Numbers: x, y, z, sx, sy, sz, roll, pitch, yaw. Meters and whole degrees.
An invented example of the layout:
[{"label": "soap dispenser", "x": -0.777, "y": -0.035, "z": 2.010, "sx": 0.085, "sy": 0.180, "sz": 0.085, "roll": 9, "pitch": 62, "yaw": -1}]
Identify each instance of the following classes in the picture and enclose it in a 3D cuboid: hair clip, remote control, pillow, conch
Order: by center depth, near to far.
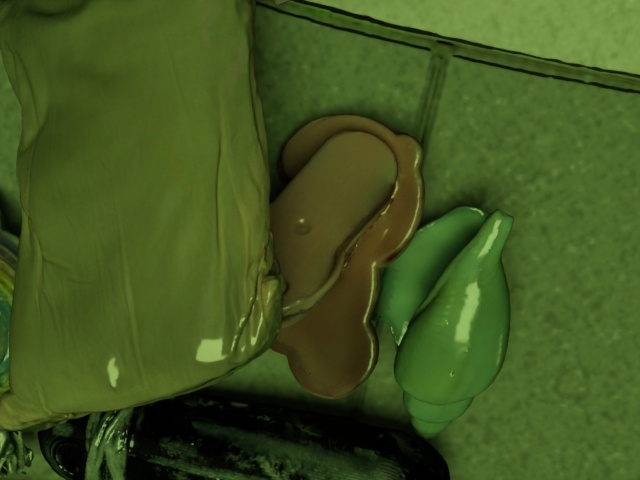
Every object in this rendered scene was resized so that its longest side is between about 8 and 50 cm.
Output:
[{"label": "pillow", "x": -0.104, "y": -0.044, "z": 0.680, "sx": 0.173, "sy": 0.067, "sz": 0.270, "roll": -12, "pitch": 76, "yaw": 23}, {"label": "hair clip", "x": 0.002, "y": 0.004, "z": 0.736, "sx": 0.123, "sy": 0.102, "sz": 0.138, "roll": 32, "pitch": 73, "yaw": 17}, {"label": "conch", "x": 0.071, "y": 0.051, "z": 0.753, "sx": 0.065, "sy": 0.088, "sz": 0.180, "roll": -12, "pitch": 127, "yaw": -36}, {"label": "hair clip", "x": -0.189, "y": 0.065, "z": 0.768, "sx": 0.116, "sy": 0.049, "sz": 0.172, "roll": 20, "pitch": 107, "yaw": 20}, {"label": "remote control", "x": -0.054, "y": 0.141, "z": 0.779, "sx": 0.265, "sy": 0.066, "sz": 0.090, "roll": 9, "pitch": 108, "yaw": 10}]

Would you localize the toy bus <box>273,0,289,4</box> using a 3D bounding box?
[{"label": "toy bus", "x": -0.001, "y": -0.219, "z": 0.644, "sx": 0.108, "sy": 0.096, "sz": 0.199, "roll": -17, "pitch": 104, "yaw": 16}]
